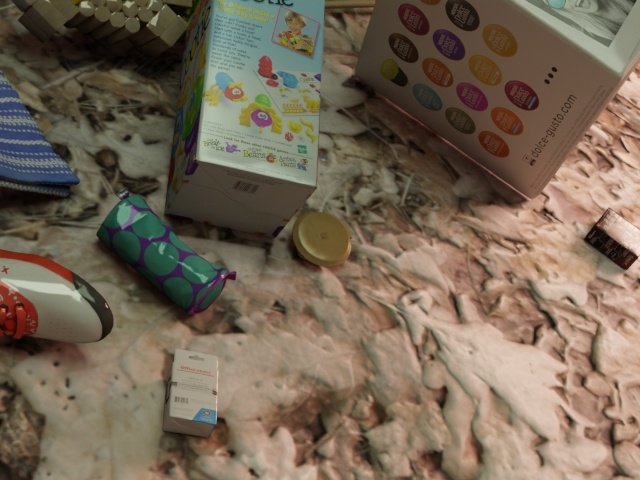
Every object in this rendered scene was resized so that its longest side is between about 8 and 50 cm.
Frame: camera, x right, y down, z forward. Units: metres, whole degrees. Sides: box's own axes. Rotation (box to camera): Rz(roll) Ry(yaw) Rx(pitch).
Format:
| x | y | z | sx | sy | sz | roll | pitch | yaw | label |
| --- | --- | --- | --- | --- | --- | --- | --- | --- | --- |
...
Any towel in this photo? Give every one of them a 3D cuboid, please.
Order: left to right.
| x | y | z | sx | sy | sz | roll | pitch | yaw | label |
| --- | --- | --- | --- | --- | --- | --- | --- | --- | --- |
| -0.424 | -0.188 | 1.156 | 0.336 | 0.040 | 0.243 | 52 | 20 | 24 | towel |

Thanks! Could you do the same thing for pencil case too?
| x | y | z | sx | sy | sz | roll | pitch | yaw | label |
| --- | --- | --- | --- | --- | --- | --- | --- | --- | --- |
| -0.170 | 0.014 | 1.149 | 0.152 | 0.064 | 0.070 | 40 | 60 | 12 | pencil case |

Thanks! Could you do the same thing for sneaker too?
| x | y | z | sx | sy | sz | roll | pitch | yaw | label |
| --- | --- | --- | --- | --- | --- | --- | --- | --- | --- |
| -0.343 | 0.064 | 0.992 | 0.270 | 0.090 | 0.145 | 26 | 43 | 2 | sneaker |

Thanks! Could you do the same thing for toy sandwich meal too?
| x | y | z | sx | sy | sz | roll | pitch | yaw | label |
| --- | --- | --- | --- | --- | --- | --- | --- | --- | --- |
| 0.000 | 0.000 | 1.282 | 0.085 | 0.029 | 0.085 | 12 | 56 | -19 | toy sandwich meal |

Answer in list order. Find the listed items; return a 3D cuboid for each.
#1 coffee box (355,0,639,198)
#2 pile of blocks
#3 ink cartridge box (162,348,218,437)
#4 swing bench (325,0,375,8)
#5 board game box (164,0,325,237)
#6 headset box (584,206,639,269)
| x | y | z | sx | sy | sz | roll | pitch | yaw | label |
| --- | --- | --- | --- | --- | --- | --- | --- | --- | --- |
| 0.294 | -0.332 | 1.458 | 0.334 | 0.337 | 0.338 | 37 | 66 | 8 | coffee box |
| -0.237 | -0.312 | 1.383 | 0.362 | 0.112 | 0.149 | 7 | 86 | -29 | pile of blocks |
| -0.130 | 0.153 | 1.061 | 0.048 | 0.028 | 0.083 | 14 | 44 | -16 | ink cartridge box |
| -0.015 | -0.490 | 1.655 | 0.253 | 0.165 | 0.254 | -10 | 49 | -34 | swing bench |
| -0.088 | -0.165 | 1.256 | 0.144 | 0.142 | 0.275 | 13 | 62 | -18 | board game box |
| 0.427 | -0.001 | 1.504 | 0.083 | 0.032 | 0.062 | 38 | 44 | 9 | headset box |
